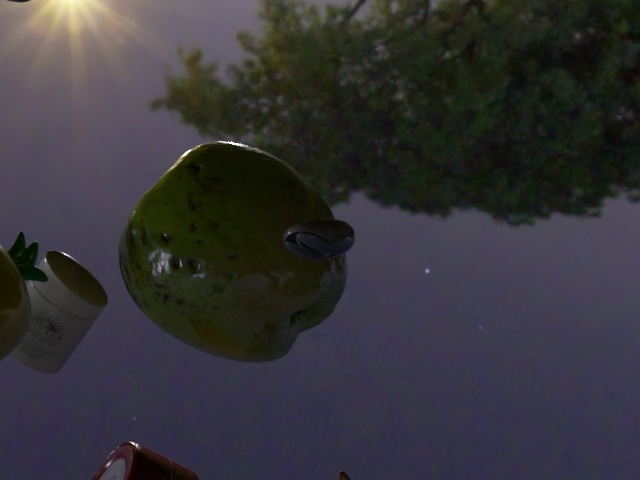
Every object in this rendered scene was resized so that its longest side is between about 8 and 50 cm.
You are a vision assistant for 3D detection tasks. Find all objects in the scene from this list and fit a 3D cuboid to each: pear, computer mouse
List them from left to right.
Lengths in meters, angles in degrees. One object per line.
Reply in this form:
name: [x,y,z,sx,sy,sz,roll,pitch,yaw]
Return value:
pear: [-0.135,0.025,1.481,0.391,0.391,0.391,5,-155,-2]
computer mouse: [0.001,0.002,1.067,0.096,0.066,0.039,1,-114,-42]

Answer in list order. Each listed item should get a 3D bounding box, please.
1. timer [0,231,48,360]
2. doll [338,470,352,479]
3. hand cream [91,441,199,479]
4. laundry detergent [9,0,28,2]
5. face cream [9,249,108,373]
timer: [-0.585,0.080,1.466,0.285,0.285,0.285,5,-155,-2]
doll: [0.064,0.494,1.497,0.169,0.109,0.057,34,-176,34]
hand cream: [-0.289,0.422,1.345,0.125,0.193,0.193,32,-164,-23]
laundry detergent: [-0.361,-0.370,1.055,0.063,0.137,0.211,-8,-174,-35]
face cream: [-0.609,0.171,1.963,0.173,0.348,0.081,35,-141,-11]
